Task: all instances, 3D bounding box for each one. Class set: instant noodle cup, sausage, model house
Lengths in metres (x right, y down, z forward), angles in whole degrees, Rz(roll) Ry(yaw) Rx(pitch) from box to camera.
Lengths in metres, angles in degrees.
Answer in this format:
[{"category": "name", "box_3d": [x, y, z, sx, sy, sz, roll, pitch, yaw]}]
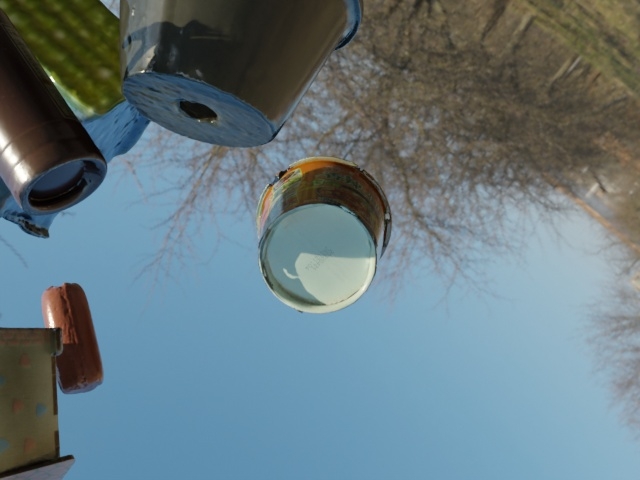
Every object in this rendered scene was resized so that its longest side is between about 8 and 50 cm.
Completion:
[{"category": "instant noodle cup", "box_3d": [0.000, 0.000, 1.063, 0.230, 0.230, 0.182, 34, -161, -8]}, {"category": "sausage", "box_3d": [-0.338, 0.130, 0.925, 0.062, 0.062, 0.154, 8, -124, -54]}, {"category": "model house", "box_3d": [-0.340, -0.185, 0.823, 0.237, 0.303, 0.215, 43, 169, 0]}, {"category": "model house", "box_3d": [-0.437, 0.237, 0.788, 0.169, 0.326, 0.244, 0, -102, -56]}]

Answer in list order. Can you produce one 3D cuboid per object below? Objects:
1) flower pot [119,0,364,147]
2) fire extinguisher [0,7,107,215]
[{"category": "flower pot", "box_3d": [-0.103, -0.198, 0.694, 0.268, 0.166, 0.269, 16, 169, 3]}, {"category": "fire extinguisher", "box_3d": [-0.259, -0.120, 0.539, 0.071, 0.099, 0.231, -28, -108, -35]}]
